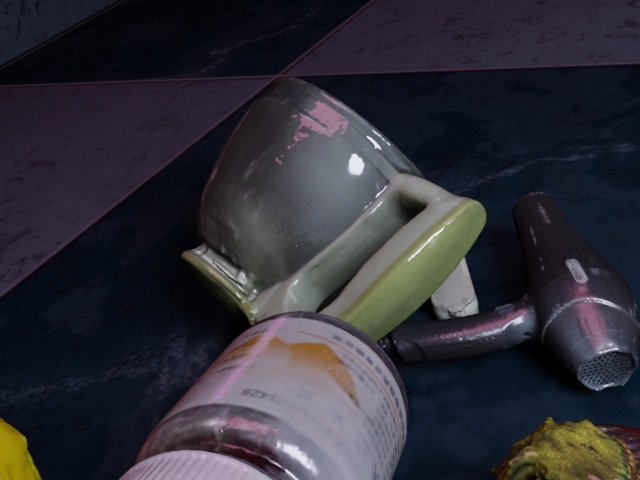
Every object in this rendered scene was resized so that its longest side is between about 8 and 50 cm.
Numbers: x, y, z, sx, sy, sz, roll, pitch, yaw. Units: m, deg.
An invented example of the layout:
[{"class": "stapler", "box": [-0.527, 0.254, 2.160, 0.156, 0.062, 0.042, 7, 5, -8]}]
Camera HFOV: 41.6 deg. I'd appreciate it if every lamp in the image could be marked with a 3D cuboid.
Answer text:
[{"class": "lamp", "box": [0.180, 0.178, 0.530, 0.157, 0.134, 0.156, -7, 32, 13]}]

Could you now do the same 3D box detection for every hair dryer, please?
[{"class": "hair dryer", "box": [0.137, 0.055, 0.779, 0.272, 0.091, 0.235, -13, 38, 4]}]

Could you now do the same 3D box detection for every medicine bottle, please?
[{"class": "medicine bottle", "box": [-0.042, 0.169, 0.573, 0.165, 0.165, 0.273, -6, 16, 19]}]

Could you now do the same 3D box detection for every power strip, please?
[{"class": "power strip", "box": [0.134, 0.030, 0.902, 0.048, 0.030, 0.191, -15, 30, 8]}]

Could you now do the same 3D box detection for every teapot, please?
[{"class": "teapot", "box": [0.004, 0.007, 0.859, 0.322, 0.239, 0.239, 35, 81, 31]}]

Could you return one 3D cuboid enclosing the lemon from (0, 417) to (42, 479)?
[{"class": "lemon", "box": [-0.319, 0.221, 0.489, 0.350, 0.387, 0.350, -11, 11, 2]}]
